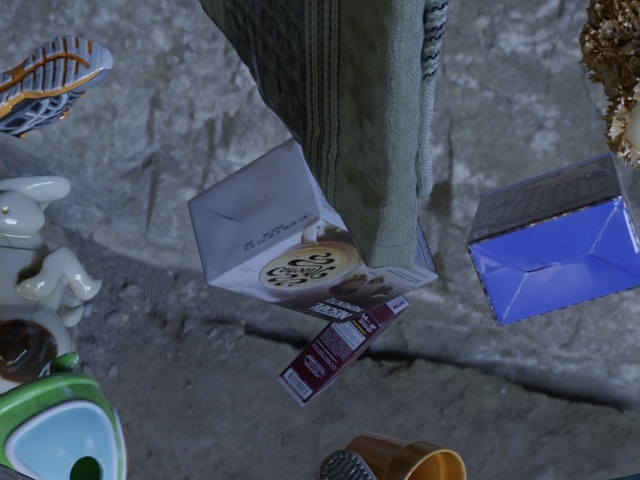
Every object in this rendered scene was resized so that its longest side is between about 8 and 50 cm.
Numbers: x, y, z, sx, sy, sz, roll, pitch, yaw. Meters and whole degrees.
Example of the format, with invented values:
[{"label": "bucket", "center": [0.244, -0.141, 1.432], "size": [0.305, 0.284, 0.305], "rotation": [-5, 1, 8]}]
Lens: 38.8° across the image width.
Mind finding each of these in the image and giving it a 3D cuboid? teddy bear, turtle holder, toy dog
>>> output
[{"label": "teddy bear", "center": [0.281, -0.208, 0.777], "size": [0.245, 0.113, 0.338], "rotation": [-22, 80, -16]}, {"label": "turtle holder", "center": [-0.413, 0.319, 1.273], "size": [0.227, 0.243, 0.320], "rotation": [49, 17, 21]}, {"label": "toy dog", "center": [-0.630, 0.103, 1.811], "size": [0.395, 0.284, 0.408], "rotation": [1, 61, -48]}]

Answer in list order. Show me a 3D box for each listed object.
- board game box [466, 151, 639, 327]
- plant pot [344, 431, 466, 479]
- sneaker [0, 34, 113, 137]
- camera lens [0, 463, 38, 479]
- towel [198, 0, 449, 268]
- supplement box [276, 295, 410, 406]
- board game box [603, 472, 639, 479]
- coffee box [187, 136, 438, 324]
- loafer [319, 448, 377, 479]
[{"label": "board game box", "center": [0.371, -0.008, 1.419], "size": [0.141, 0.232, 0.291], "rotation": [67, 19, -11]}, {"label": "plant pot", "center": [0.140, 0.458, 1.726], "size": [0.205, 0.205, 0.188], "rotation": [-20, 26, -37]}, {"label": "sneaker", "center": [-0.351, -0.195, 1.178], "size": [0.083, 0.215, 0.084], "rotation": [41, 40, -51]}, {"label": "camera lens", "center": [-0.320, 0.243, 0.619], "size": [0.274, 0.219, 0.219], "rotation": [28, 39, -32]}, {"label": "towel", "center": [-0.012, -0.194, 0.416], "size": [0.056, 0.324, 0.312], "rotation": [-17, 48, -17]}, {"label": "supplement box", "center": [0.039, 0.179, 1.604], "size": [0.073, 0.239, 0.130], "rotation": [47, 29, 10]}, {"label": "board game box", "center": [0.402, 0.284, 0.704], "size": [0.079, 0.336, 0.253], "rotation": [48, 31, -42]}, {"label": "coffee box", "center": [0.000, 0.000, 1.136], "size": [0.297, 0.168, 0.119], "rotation": [25, 43, -55]}, {"label": "loafer", "center": [0.095, 0.440, 1.386], "size": [0.102, 0.092, 0.268], "rotation": [-30, 75, 2]}]
